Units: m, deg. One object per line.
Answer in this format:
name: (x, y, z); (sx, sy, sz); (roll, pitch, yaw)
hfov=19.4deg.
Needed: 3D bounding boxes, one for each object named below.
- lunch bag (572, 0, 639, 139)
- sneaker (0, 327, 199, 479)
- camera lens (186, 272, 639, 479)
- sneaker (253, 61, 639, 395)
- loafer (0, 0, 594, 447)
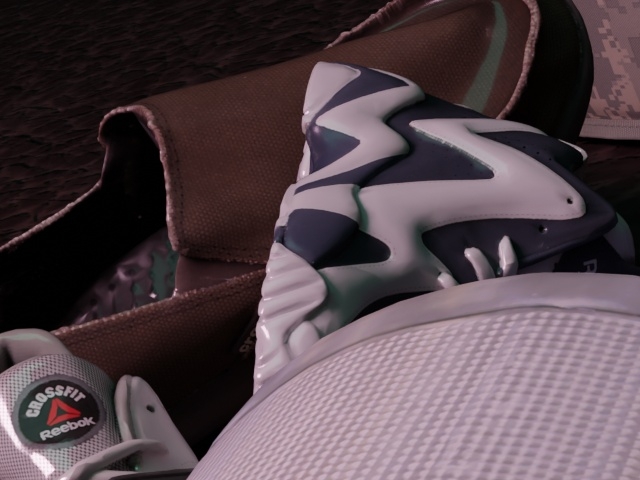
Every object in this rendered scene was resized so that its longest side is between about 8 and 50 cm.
lunch bag: (0.224, -0.183, 1.030); (0.169, 0.235, 0.287); (-25, 19, -25)
sneaker: (-0.079, 0.121, 0.634); (0.122, 0.146, 0.330); (-23, 20, -15)
camera lens: (0.032, 0.149, 0.323); (0.219, 0.219, 0.274); (-10, 21, 26)
sneaker: (0.056, 0.027, 0.719); (0.153, 0.094, 0.235); (8, 37, 2)
loafer: (-0.032, -0.014, 0.853); (0.366, 0.130, 0.134); (-39, 44, -6)
